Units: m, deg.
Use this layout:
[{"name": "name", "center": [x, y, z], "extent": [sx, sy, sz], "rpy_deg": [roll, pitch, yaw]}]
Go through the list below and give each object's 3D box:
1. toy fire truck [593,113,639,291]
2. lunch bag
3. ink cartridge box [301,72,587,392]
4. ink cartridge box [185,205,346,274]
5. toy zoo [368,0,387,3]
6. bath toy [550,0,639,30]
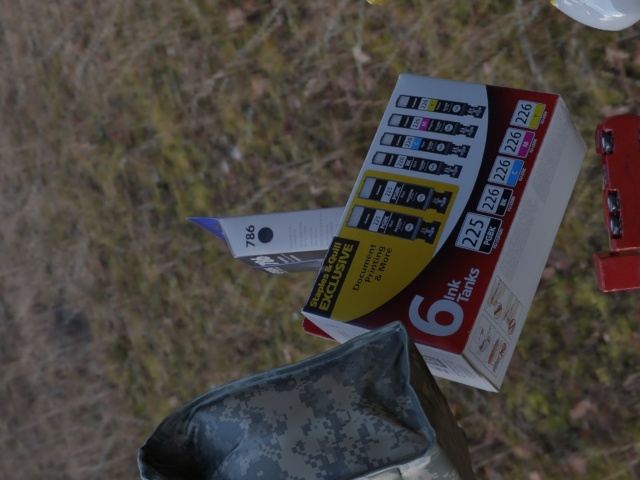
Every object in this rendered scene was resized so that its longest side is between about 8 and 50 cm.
[{"name": "toy fire truck", "center": [0.323, -0.038, 1.267], "extent": [0.135, 0.047, 0.192], "rpy_deg": [-50, -47, -86]}, {"name": "lunch bag", "center": [-0.005, 0.235, 1.130], "extent": [0.235, 0.287, 0.169], "rpy_deg": [60, -167, -48]}, {"name": "ink cartridge box", "center": [0.114, -0.020, 1.333], "extent": [0.272, 0.309, 0.130], "rpy_deg": [12, 162, 33]}, {"name": "ink cartridge box", "center": [0.000, 0.000, 1.587], "extent": [0.165, 0.332, 0.065], "rpy_deg": [33, -125, -72]}, {"name": "toy zoo", "center": [0.071, -0.388, 1.242], "extent": [0.293, 0.030, 0.192], "rpy_deg": [-45, 71, 39]}, {"name": "bath toy", "center": [0.359, -0.319, 1.213], "extent": [0.151, 0.348, 0.129], "rpy_deg": [39, 134, 28]}]
